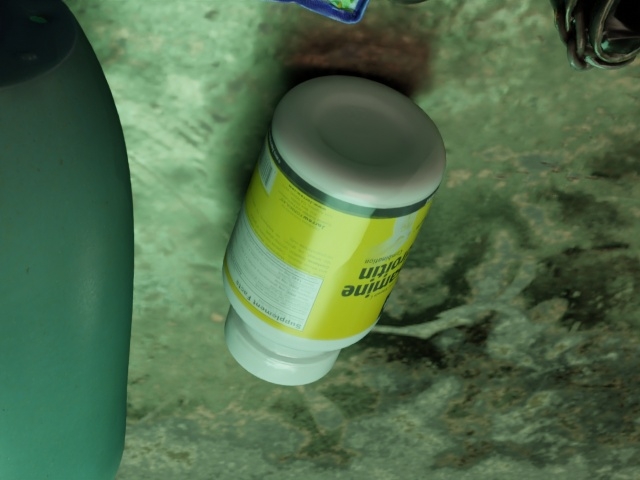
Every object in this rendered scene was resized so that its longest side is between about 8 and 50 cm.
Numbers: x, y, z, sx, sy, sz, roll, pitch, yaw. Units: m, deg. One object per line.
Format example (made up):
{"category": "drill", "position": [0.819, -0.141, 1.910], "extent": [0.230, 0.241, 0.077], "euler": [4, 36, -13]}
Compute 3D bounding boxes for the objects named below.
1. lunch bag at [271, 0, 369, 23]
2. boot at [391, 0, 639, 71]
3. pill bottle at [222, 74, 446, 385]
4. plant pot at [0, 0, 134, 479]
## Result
{"category": "lunch bag", "position": [-0.002, -0.199, 0.776], "extent": [0.096, 0.129, 0.151], "euler": [9, 135, -19]}
{"category": "boot", "position": [0.098, -0.156, 0.765], "extent": [0.091, 0.229, 0.263], "euler": [13, 132, -23]}
{"category": "pill bottle", "position": [0.000, 0.000, 1.005], "extent": [0.103, 0.103, 0.184], "euler": [6, 135, -16]}
{"category": "plant pot", "position": [-0.224, -0.012, 0.837], "extent": [0.293, 0.293, 0.235], "euler": [5, 120, -15]}
